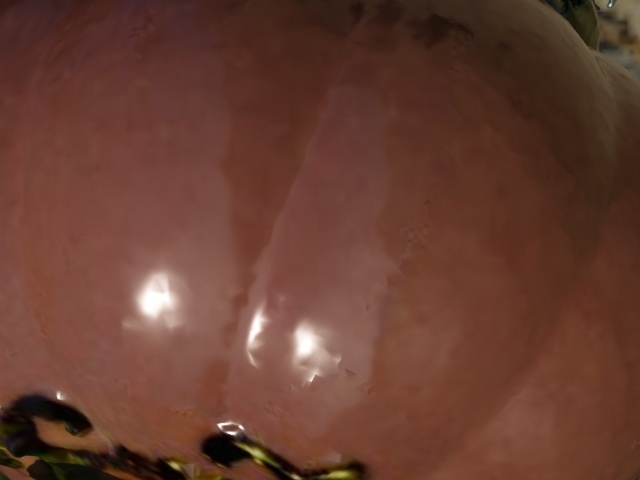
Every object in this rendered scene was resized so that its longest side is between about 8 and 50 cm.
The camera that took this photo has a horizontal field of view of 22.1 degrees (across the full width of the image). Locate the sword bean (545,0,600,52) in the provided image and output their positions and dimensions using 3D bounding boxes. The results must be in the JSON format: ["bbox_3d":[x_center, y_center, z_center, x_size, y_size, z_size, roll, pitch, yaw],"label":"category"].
[{"bbox_3d":[0.132,-0.038,0.777,0.269,0.043,0.038,53,-157,-58],"label":"sword bean"}]

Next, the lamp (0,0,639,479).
[{"bbox_3d":[0.000,0.000,0.586,0.305,0.305,0.240,87,-158,-64],"label":"lamp"}]

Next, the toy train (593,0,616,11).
[{"bbox_3d":[0.150,-0.258,1.031,0.136,0.091,0.228,-90,-17,-73],"label":"toy train"}]
